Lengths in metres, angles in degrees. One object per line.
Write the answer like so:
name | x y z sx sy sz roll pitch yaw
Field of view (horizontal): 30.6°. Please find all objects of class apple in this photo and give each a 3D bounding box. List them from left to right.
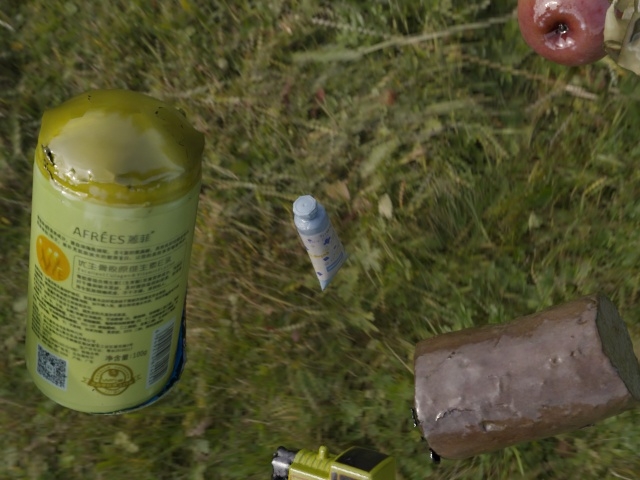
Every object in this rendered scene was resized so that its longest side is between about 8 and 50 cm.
apple | 0.337 -0.305 1.565 0.153 0.153 0.120 30 53 12

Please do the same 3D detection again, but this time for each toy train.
toy train | 0.012 0.301 1.382 0.219 0.089 0.127 12 108 30

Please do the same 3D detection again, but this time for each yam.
yam | 0.122 0.082 0.706 0.127 0.084 0.084 -20 78 19

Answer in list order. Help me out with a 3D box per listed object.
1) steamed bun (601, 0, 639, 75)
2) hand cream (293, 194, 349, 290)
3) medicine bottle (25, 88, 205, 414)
steamed bun | 0.178 -0.150 0.439 0.106 0.177 0.192 13 108 9
hand cream | 0.000 0.000 1.529 0.043 0.171 0.065 28 70 28
medicine bottle | -0.150 0.005 0.843 0.124 0.124 0.239 20 126 12
